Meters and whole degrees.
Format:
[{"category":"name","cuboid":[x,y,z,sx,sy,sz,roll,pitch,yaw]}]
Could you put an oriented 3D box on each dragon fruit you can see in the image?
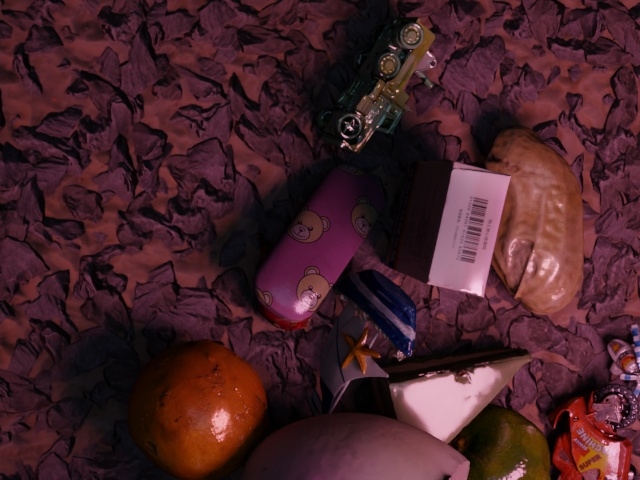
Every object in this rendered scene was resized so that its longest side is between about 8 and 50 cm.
[{"category":"dragon fruit","cuboid":[-0.084,0.078,1.704,0.094,0.094,0.191,-27,89,-6]}]

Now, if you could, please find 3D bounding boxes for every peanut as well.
[{"category":"peanut","cuboid":[0.389,-0.035,1.734,0.174,0.158,0.340,2,90,21]}]

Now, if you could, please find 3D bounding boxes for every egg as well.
[{"category":"egg","cuboid":[0.027,0.440,1.546,0.339,0.354,0.355,22,91,20]}]

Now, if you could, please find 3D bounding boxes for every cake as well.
[{"category":"cake","cuboid":[0.246,0.293,1.737,0.283,0.158,0.172,-10,97,-11]}]

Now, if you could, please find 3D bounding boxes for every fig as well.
[{"category":"fig","cuboid":[0.344,0.422,1.756,0.235,0.203,0.203,41,87,-28]}]

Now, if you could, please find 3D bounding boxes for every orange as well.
[{"category":"orange","cuboid":[-0.206,0.288,1.621,0.240,0.240,0.240,-1,94,-9]}]

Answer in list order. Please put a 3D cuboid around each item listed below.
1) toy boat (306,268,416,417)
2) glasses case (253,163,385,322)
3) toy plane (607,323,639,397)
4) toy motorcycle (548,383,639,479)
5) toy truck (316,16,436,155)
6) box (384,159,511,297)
[{"category":"toy boat","cuboid":[0.060,0.199,1.706,0.067,0.220,0.291,8,117,-42]},{"category":"glasses case","cuboid":[0.000,0.000,1.670,0.123,0.076,0.316,37,65,-5]},{"category":"toy plane","cuboid":[0.655,0.280,1.803,0.273,0.107,0.182,25,105,2]},{"category":"toy motorcycle","cuboid":[0.503,0.405,1.792,0.171,0.089,0.298,10,96,27]},{"category":"toy truck","cuboid":[0.112,-0.261,1.689,0.135,0.128,0.259,37,88,-23]},{"category":"box","cuboid":[0.208,-0.028,1.627,0.106,0.299,0.200,12,92,-9]}]
